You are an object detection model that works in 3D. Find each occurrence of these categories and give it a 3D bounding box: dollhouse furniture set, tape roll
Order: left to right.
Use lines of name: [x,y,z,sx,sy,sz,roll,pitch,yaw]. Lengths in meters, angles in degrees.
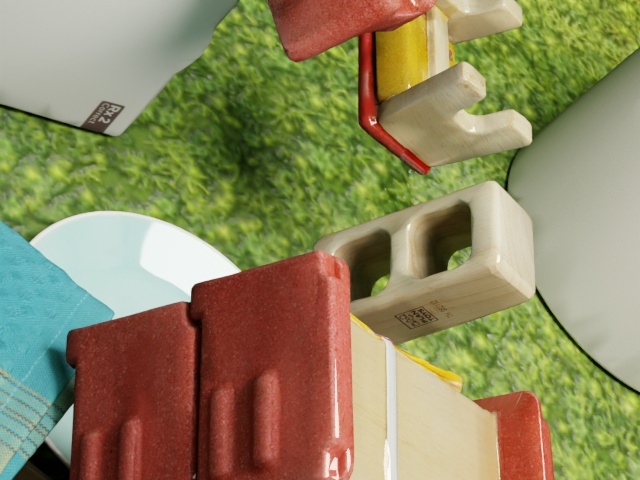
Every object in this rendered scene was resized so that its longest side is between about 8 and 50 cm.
dollhouse furniture set: [0.000,0.000,0.816,0.201,0.152,0.374,37,44,-45]
tape roll: [0.280,-0.024,1.153,0.246,0.169,0.246,24,45,-26]

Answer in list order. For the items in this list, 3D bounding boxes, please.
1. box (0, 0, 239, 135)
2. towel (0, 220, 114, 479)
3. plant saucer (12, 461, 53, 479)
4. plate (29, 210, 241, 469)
box: [-0.148,-0.171,0.884,0.182,0.181,0.119,15,50,-33]
towel: [-0.283,0.001,0.700,0.370,0.040,0.271,37,34,-2]
plant saucer: [-0.177,0.192,0.683,0.278,0.041,0.277,22,47,-27]
plate: [-0.092,0.069,0.866,0.188,0.024,0.188,24,46,-27]
